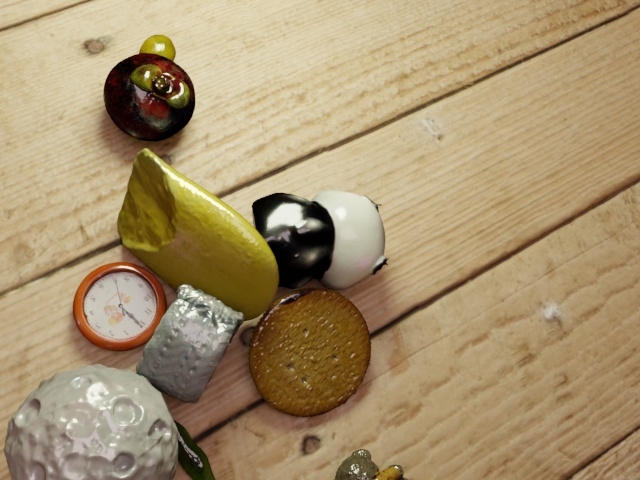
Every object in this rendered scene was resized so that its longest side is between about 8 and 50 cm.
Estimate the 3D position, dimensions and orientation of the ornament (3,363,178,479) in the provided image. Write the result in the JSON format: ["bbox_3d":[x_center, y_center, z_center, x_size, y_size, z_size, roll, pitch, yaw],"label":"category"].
[{"bbox_3d":[-0.434,0.407,1.455,0.337,0.337,0.337,4,73,-12],"label":"ornament"}]

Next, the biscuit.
[{"bbox_3d":[-0.022,0.257,1.708,0.305,0.038,0.305,-2,95,-20],"label":"biscuit"}]

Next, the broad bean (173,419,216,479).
[{"bbox_3d":[-0.312,0.440,1.628,0.060,0.043,0.297,-43,85,-10],"label":"broad bean"}]

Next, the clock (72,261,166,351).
[{"bbox_3d":[-0.451,0.148,1.679,0.205,0.051,0.205,4,71,-13],"label":"clock"}]

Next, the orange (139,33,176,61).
[{"bbox_3d":[-0.408,-0.468,1.858,0.095,0.085,0.085,-37,85,-23],"label":"orange"}]

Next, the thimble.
[{"bbox_3d":[-0.279,0.223,1.598,0.157,0.245,0.217,27,32,-4],"label":"thimble"}]

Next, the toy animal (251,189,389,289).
[{"bbox_3d":[0.000,0.000,1.743,0.310,0.251,0.251,-6,75,-8],"label":"toy animal"}]

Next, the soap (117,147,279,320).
[{"bbox_3d":[-0.280,0.011,1.640,0.427,0.306,0.115,36,39,6],"label":"soap"}]

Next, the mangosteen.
[{"bbox_3d":[-0.407,-0.344,1.757,0.216,0.216,0.216,4,73,-12],"label":"mangosteen"}]

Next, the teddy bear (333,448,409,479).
[{"bbox_3d":[0.116,0.561,1.649,0.190,0.140,0.177,37,72,9],"label":"teddy bear"}]
